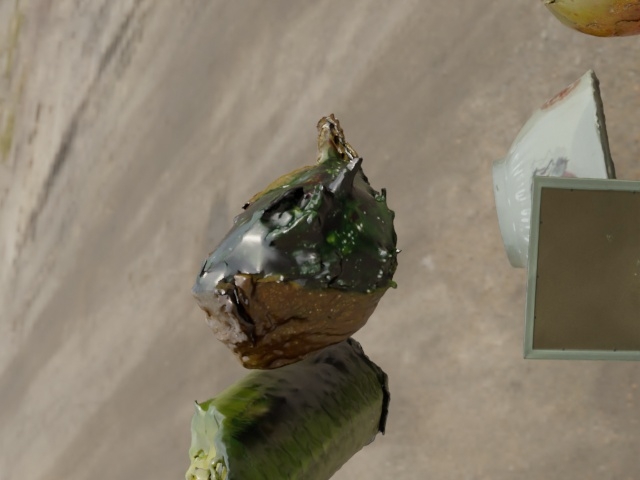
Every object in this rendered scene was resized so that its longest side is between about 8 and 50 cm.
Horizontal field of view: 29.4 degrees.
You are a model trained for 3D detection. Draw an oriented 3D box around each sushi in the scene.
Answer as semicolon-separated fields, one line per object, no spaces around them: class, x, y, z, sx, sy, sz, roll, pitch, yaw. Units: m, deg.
sushi;0.000;0.000;1.012;0.287;0.149;0.140;-52;-37;-43

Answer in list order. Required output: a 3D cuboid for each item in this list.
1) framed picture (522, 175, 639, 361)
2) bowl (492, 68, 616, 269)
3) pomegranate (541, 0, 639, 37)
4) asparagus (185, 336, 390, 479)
framed picture;0.271;0.029;1.214;0.011;0.142;0.183;-161;73;-78
bowl;0.318;-0.048;1.620;0.337;0.158;0.337;-11;-90;-75
pomegranate;0.302;-0.314;1.270;0.210;0.235;0.210;26;124;45
asparagus;-0.040;0.164;1.006;0.108;0.128;0.382;-44;-6;23
